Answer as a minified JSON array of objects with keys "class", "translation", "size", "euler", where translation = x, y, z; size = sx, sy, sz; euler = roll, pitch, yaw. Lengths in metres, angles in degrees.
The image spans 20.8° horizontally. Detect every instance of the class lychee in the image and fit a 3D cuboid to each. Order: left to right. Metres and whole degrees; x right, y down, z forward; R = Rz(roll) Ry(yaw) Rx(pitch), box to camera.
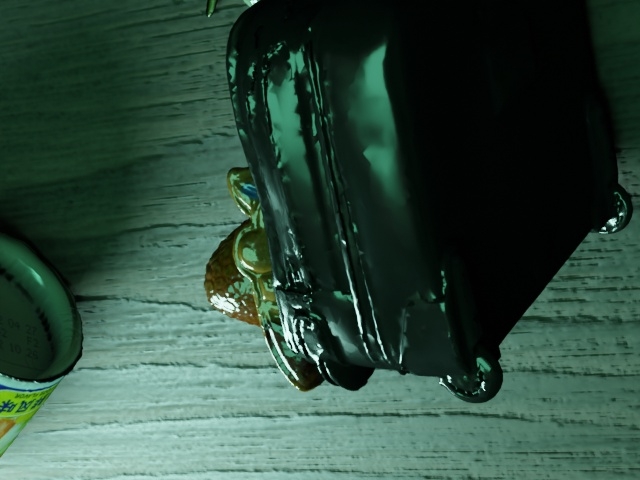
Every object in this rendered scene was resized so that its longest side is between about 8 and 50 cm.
[{"class":"lychee","translation":[-0.039,0.034,1.628],"size":[0.101,0.140,0.114],"euler":[-49,52,50]}]

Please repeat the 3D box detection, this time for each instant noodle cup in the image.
[{"class":"instant noodle cup","translation":[-0.409,0.151,1.804],"size":[0.284,0.284,0.312],"euler":[48,120,0]}]

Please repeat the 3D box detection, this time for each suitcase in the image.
[{"class":"suitcase","translation":[0.089,-0.092,1.328],"size":[0.188,0.345,0.339],"euler":[4,118,32]}]

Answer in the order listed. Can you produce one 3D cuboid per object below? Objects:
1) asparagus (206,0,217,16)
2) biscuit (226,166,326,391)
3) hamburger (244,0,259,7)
[{"class":"asparagus","translation":[-0.079,-0.269,1.541],"size":[0.016,0.013,0.166],"euler":[29,125,16]},{"class":"biscuit","translation":[0.000,0.000,1.558],"size":[0.183,0.043,0.280],"euler":[8,96,-8]},{"class":"hamburger","translation":[-0.028,-0.251,1.488],"size":[0.140,0.062,0.133],"euler":[43,125,-1]}]
